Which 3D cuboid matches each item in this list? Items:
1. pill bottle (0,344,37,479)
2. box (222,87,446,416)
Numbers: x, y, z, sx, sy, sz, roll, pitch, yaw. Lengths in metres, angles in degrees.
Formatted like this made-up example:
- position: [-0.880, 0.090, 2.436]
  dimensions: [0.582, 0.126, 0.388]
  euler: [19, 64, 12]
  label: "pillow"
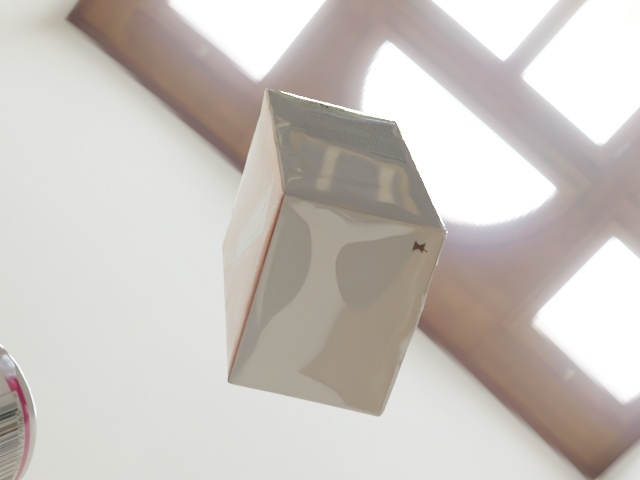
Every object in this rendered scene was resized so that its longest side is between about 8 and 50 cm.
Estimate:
- position: [-0.351, 0.160, 0.959]
  dimensions: [0.160, 0.160, 0.283]
  euler: [46, -160, 12]
  label: "pill bottle"
- position: [0.000, 0.000, 1.425]
  dimensions: [0.168, 0.215, 0.345]
  euler: [13, -159, -11]
  label: "box"
